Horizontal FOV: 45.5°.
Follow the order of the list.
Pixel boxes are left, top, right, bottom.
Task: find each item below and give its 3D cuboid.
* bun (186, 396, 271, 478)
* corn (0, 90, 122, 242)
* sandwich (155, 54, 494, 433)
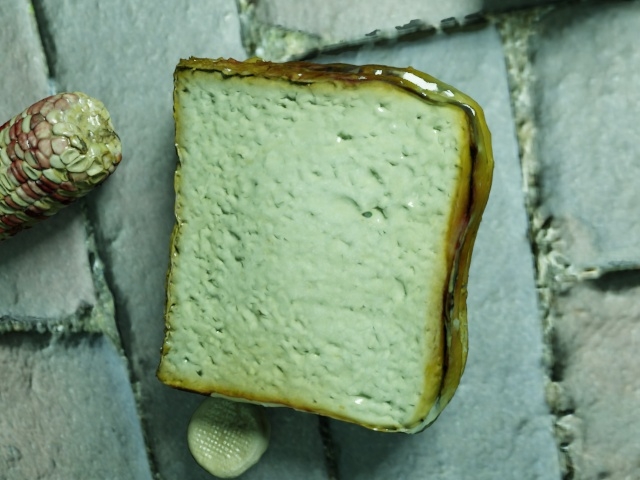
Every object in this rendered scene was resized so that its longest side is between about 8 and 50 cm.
[{"bbox_3d":[-0.088,0.190,0.758,0.086,0.055,0.086,-3,78,14],"label":"bun"},{"bbox_3d":[-0.314,-0.048,0.751,0.289,0.098,0.098,-27,95,28],"label":"corn"},{"bbox_3d":[0.000,0.000,0.648,0.271,0.099,0.301,9,105,13],"label":"sandwich"}]
